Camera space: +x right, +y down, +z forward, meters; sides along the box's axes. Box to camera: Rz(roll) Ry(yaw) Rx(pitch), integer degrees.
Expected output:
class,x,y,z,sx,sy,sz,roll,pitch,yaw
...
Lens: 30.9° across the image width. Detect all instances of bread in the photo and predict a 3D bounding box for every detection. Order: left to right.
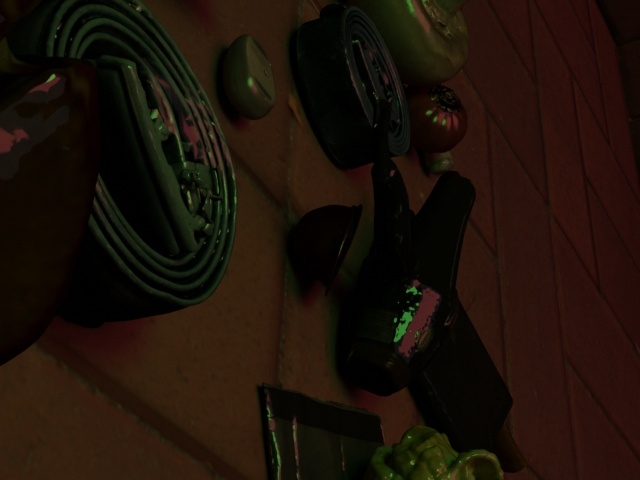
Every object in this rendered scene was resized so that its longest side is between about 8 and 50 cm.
class,x,y,z,sx,sy,sz,roll,pitch,yaw
bread,0.246,0.278,1.574,0.036,0.047,0.083,-42,115,-31

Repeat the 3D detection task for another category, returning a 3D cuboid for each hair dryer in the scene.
class,x,y,z,sx,sy,sz,roll,pitch,yaw
hair dryer,0.095,-0.038,1.202,0.303,0.120,0.359,-60,154,-33

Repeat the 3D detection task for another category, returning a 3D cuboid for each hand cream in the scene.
class,x,y,z,sx,sy,sz,roll,pitch,yaw
hand cream,0.151,-0.161,1.667,0.061,0.039,0.143,10,57,-57

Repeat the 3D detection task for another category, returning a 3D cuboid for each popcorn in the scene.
class,x,y,z,sx,sy,sz,roll,pitch,yaw
popcorn,0.101,0.255,1.134,0.135,0.162,0.141,21,20,-16

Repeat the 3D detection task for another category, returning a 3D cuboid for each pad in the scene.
class,x,y,z,sx,sy,sz,roll,pitch,yaw
pad,0.013,0.233,1.119,0.233,0.022,0.174,29,50,-57

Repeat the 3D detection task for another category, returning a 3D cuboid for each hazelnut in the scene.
class,x,y,z,sx,sy,sz,roll,pitch,yaw
hazelnut,-0.222,-0.048,0.594,0.217,0.217,0.251,-51,131,-62

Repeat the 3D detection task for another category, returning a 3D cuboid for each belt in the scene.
class,x,y,z,sx,sy,sz,roll,pitch,yaw
belt,-0.155,-0.068,0.827,0.267,0.116,0.206,63,30,-28
belt,0.036,-0.181,1.361,0.190,0.082,0.141,66,28,-18

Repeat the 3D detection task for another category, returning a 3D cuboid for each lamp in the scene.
class,x,y,z,sx,sy,sz,roll,pitch,yaw
lamp,0.152,-0.171,1.597,0.107,0.092,0.107,17,49,-21

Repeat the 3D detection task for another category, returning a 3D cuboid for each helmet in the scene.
class,x,y,z,sx,sy,sz,roll,pitch,yaw
helmet,0.000,0.000,1.192,0.111,0.057,0.089,-62,174,-52

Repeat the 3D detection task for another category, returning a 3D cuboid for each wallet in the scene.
class,x,y,z,sx,sy,sz,roll,pitch,yaw
wallet,0.143,0.130,1.436,0.321,0.044,0.170,60,36,-20

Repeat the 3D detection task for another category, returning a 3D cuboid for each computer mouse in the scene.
class,x,y,z,sx,sy,sz,roll,pitch,yaw
computer mouse,-0.075,-0.161,1.160,0.066,0.039,0.096,50,25,-43

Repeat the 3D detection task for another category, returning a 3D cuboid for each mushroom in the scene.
class,x,y,z,sx,sy,sz,roll,pitch,yaw
mushroom,0.146,-0.317,1.525,0.207,0.215,0.207,35,40,-35
